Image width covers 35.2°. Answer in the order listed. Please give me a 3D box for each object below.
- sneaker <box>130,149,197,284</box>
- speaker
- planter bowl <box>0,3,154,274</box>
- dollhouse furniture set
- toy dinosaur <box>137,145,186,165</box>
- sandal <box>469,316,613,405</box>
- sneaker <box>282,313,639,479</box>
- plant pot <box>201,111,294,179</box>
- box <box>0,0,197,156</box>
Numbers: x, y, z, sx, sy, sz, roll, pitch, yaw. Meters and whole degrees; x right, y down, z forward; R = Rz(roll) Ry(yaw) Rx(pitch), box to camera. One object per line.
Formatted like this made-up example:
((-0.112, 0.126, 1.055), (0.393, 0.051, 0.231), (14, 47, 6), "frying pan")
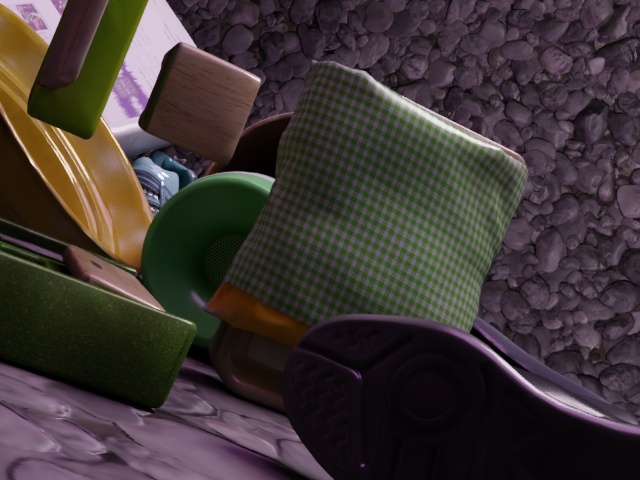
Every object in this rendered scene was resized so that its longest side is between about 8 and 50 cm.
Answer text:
((-0.158, -0.022, 1.016), (0.110, 0.122, 0.283), (24, 0, -4), "sneaker")
((-0.037, 0.025, 0.773), (0.131, 0.131, 0.296), (23, 0, 10), "speaker")
((-0.206, -0.049, 0.695), (0.217, 0.090, 0.217), (58, 6, -10), "planter bowl")
((-0.009, -0.006, 0.524), (0.301, 0.198, 0.151), (22, -2, -20), "dollhouse furniture set")
((-0.238, -0.053, 1.361), (0.120, 0.160, 0.313), (12, -9, 0), "toy dinosaur")
((0.123, 0.116, 0.774), (0.054, 0.097, 0.254), (-11, 21, -37), "sandal")
((0.094, 0.102, 0.445), (0.227, 0.087, 0.130), (15, -15, 13), "sneaker")
((0.000, 0.000, 1.043), (0.215, 0.215, 0.230), (23, -3, 11), "plant pot")
((-0.255, -0.167, 0.889), (0.322, 0.058, 0.232), (-22, 74, -48), "box")
